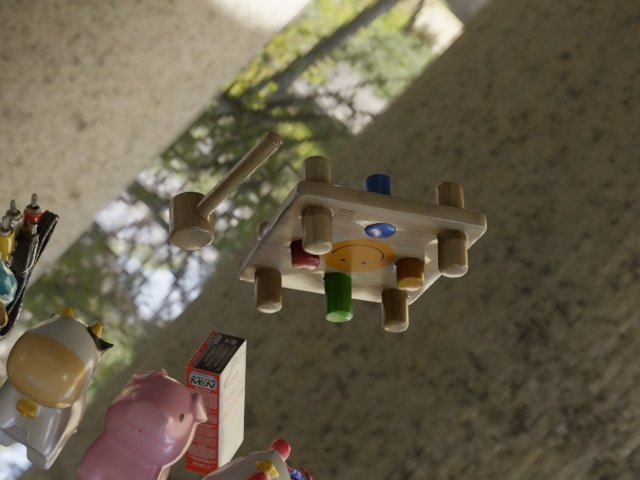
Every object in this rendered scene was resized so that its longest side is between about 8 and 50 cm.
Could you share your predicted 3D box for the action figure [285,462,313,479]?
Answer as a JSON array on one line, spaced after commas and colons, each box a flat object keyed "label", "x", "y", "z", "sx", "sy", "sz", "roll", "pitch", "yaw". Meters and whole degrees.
[{"label": "action figure", "x": -0.039, "y": 0.385, "z": 2.328, "sx": 0.115, "sy": 0.038, "sz": 0.030, "roll": 45, "pitch": -173, "yaw": -39}]

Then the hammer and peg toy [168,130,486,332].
[{"label": "hammer and peg toy", "x": 0.000, "y": 0.000, "z": 1.821, "sx": 0.361, "sy": 0.127, "sz": 0.266, "roll": 10, "pitch": 151, "yaw": -19}]

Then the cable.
[{"label": "cable", "x": -0.539, "y": 0.043, "z": 2.539, "sx": 0.072, "sy": 0.287, "sz": 0.139, "roll": 31, "pitch": -145, "yaw": 11}]

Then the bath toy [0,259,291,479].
[{"label": "bath toy", "x": -0.167, "y": 0.158, "z": 1.247, "sx": 0.348, "sy": 0.129, "sz": 0.151, "roll": 32, "pitch": 155, "yaw": 1}]

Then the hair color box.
[{"label": "hair color box", "x": -0.139, "y": 0.217, "z": 1.898, "sx": 0.053, "sy": 0.167, "sz": 0.093, "roll": 13, "pitch": -150, "yaw": 14}]
